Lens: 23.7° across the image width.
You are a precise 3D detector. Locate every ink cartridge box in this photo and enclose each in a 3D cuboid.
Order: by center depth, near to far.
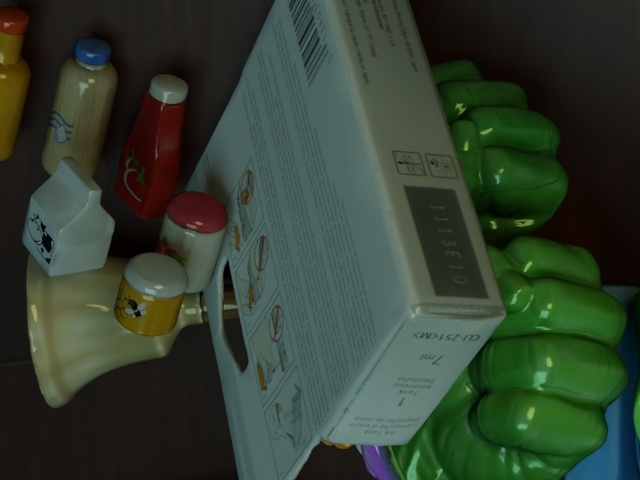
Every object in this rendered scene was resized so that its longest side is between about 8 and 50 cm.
[{"bbox_3d":[0.000,0.000,0.897,0.060,0.275,0.239,4,141,-23],"label":"ink cartridge box"}]

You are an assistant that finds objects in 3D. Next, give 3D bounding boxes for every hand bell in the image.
[{"bbox_3d":[-0.067,0.044,1.043,0.242,0.126,0.126,-4,118,3],"label":"hand bell"}]

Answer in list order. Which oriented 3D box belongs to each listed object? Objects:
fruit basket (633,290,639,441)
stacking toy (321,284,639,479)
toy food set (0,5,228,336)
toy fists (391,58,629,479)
[{"bbox_3d":[0.355,0.097,0.760,0.392,0.392,0.283,-14,114,21],"label":"fruit basket"},{"bbox_3d":[0.083,0.119,1.018,0.302,0.166,0.175,-2,84,31],"label":"stacking toy"},{"bbox_3d":[-0.133,-0.052,0.966,0.232,0.111,0.104,45,131,37],"label":"toy food set"},{"bbox_3d":[0.088,0.016,0.889,0.096,0.279,0.142,22,132,-38],"label":"toy fists"}]
